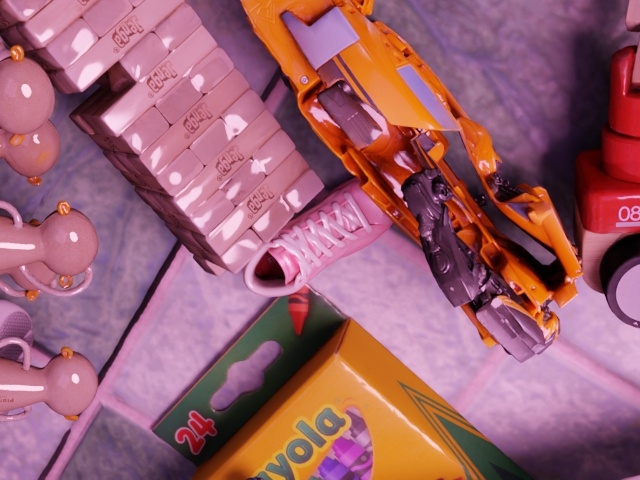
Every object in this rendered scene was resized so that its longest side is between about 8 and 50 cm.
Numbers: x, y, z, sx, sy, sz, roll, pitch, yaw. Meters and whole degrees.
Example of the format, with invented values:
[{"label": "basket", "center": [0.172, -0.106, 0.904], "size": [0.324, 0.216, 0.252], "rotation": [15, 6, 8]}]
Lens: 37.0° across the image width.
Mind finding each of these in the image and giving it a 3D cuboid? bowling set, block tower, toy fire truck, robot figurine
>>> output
[{"label": "bowling set", "center": [-0.235, -0.030, 0.678], "size": [0.154, 0.200, 0.287], "rotation": [1, 121, -13]}, {"label": "block tower", "center": [-0.132, -0.122, 0.612], "size": [0.091, 0.097, 0.335], "rotation": [-45, 115, -14]}, {"label": "toy fire truck", "center": [0.271, -0.091, 0.601], "size": [0.217, 0.158, 0.246], "rotation": [-2, 117, 10]}, {"label": "robot figurine", "center": [0.067, -0.056, 0.604], "size": [0.085, 0.211, 0.291], "rotation": [-38, 91, 14]}]

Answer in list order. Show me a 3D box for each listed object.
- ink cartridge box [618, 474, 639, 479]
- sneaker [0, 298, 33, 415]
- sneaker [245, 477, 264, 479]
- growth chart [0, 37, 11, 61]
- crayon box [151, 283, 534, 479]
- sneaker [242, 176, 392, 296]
[{"label": "ink cartridge box", "center": [0.186, 0.322, 0.635], "size": [0.394, 0.166, 0.286], "rotation": [-16, 123, 1]}, {"label": "sneaker", "center": [-0.342, 0.147, 0.780], "size": [0.115, 0.105, 0.281], "rotation": [40, 105, 3]}, {"label": "sneaker", "center": [-0.016, 0.224, 0.698], "size": [0.058, 0.052, 0.135], "rotation": [-21, 110, 5]}, {"label": "growth chart", "center": [-0.348, -0.141, 0.737], "size": [0.237, 0.021, 0.172], "rotation": [-27, 102, 16]}, {"label": "crayon box", "center": [0.031, 0.208, 0.750], "size": [0.318, 0.081, 0.202], "rotation": [41, 109, -4]}, {"label": "sneaker", "center": [0.000, 0.000, 0.697], "size": [0.134, 0.070, 0.051], "rotation": [-29, 100, 15]}]
